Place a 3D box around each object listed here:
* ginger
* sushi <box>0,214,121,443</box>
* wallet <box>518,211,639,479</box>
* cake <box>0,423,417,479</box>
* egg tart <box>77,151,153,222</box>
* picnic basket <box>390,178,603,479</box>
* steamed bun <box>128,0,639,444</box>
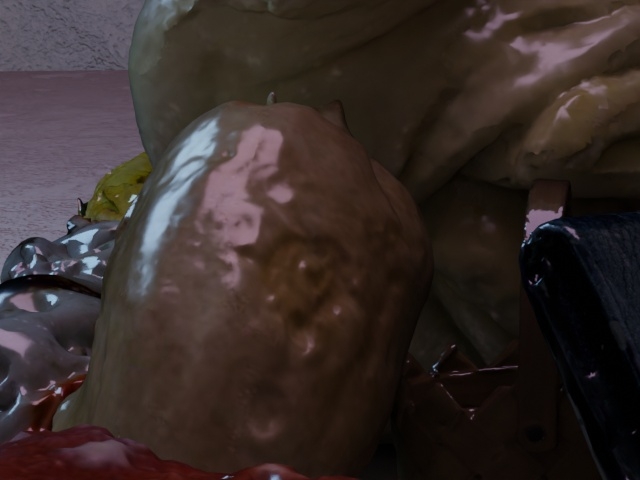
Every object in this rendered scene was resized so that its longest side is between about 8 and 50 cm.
[{"bbox_3d":[-0.034,0.042,0.796,0.138,0.267,0.152,36,-21,-22],"label":"ginger"},{"bbox_3d":[-0.133,0.074,0.962,0.130,0.124,0.332,8,15,9],"label":"sushi"},{"bbox_3d":[0.246,0.061,0.847,0.379,0.190,0.046,-7,-26,-44],"label":"wallet"},{"bbox_3d":[-0.011,0.153,0.422,0.283,0.177,0.151,6,12,11],"label":"cake"},{"bbox_3d":[0.000,0.000,1.299,0.345,0.132,0.345,-1,12,0],"label":"egg tart"},{"bbox_3d":[0.098,0.061,0.847,0.138,0.178,0.128,-1,11,6],"label":"picnic basket"},{"bbox_3d":[0.088,-0.041,1.003,0.325,0.372,0.230,-29,28,-21],"label":"steamed bun"}]
